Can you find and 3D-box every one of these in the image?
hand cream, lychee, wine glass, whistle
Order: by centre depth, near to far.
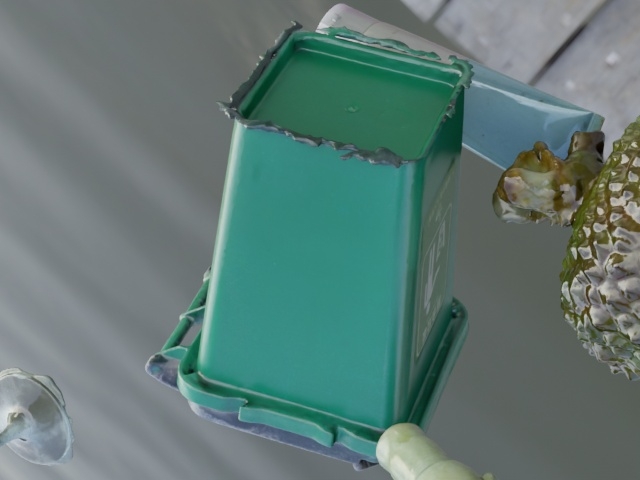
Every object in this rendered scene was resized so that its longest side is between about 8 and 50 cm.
[{"bbox_3d":[0.114,0.209,1.167,0.258,0.126,0.067,-139,35,-59],"label":"whistle"},{"bbox_3d":[0.326,0.003,1.357,0.320,0.270,0.270,53,151,6],"label":"lychee"},{"bbox_3d":[0.137,-0.147,1.552,0.312,0.070,0.111,30,126,20],"label":"hand cream"},{"bbox_3d":[-0.364,0.232,1.590,0.156,0.232,0.156,14,119,27],"label":"wine glass"}]

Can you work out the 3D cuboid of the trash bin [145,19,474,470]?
[{"bbox_3d":[0.000,0.000,1.524,0.295,0.259,0.381,15,128,12],"label":"trash bin"}]
